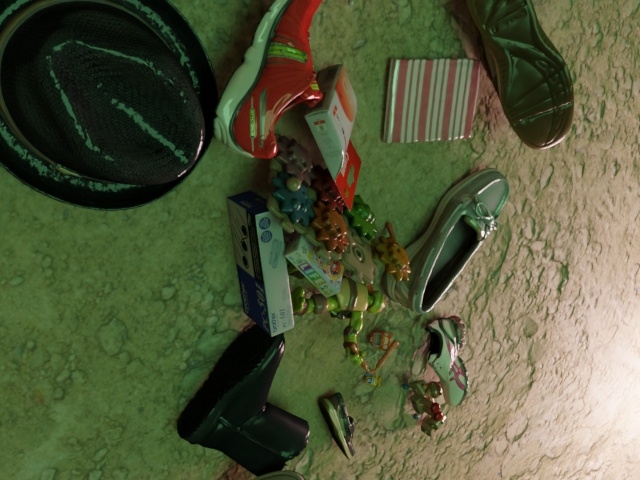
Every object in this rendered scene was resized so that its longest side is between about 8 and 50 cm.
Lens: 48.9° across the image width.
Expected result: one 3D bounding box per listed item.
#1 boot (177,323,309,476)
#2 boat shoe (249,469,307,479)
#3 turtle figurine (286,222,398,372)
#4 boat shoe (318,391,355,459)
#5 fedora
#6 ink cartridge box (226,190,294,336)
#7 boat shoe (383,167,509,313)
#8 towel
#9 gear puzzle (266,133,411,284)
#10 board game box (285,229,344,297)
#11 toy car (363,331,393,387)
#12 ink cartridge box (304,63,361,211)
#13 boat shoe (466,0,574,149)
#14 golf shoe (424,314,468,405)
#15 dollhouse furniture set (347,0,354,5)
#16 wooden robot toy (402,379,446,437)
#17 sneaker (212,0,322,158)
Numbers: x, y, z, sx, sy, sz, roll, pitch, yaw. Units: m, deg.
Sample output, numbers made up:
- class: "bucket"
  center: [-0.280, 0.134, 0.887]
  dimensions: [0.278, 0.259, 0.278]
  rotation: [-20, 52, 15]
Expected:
- class: "boot"
  center: [-0.091, 0.273, 1.182]
  dimensions: [0.207, 0.094, 0.246]
  rotation: [37, 93, -35]
- class: "boat shoe"
  center: [-0.130, 0.506, 1.216]
  dimensions: [0.335, 0.112, 0.095]
  rotation: [-44, 148, 14]
- class: "turtle figurine"
  center: [0.038, 0.080, 1.202]
  dimensions: [0.217, 0.087, 0.269]
  rotation: [18, 76, -34]
- class: "boat shoe"
  center: [0.044, 0.353, 1.334]
  dimensions: [0.049, 0.056, 0.152]
  rotation: [-29, 123, -16]
- class: "fedora"
  center: [-0.252, -0.172, 0.858]
  dimensions: [0.334, 0.152, 0.333]
  rotation: [-13, 115, -30]
- class: "ink cartridge box"
  center: [-0.092, 0.036, 1.086]
  dimensions: [0.046, 0.097, 0.207]
  rotation: [-19, 118, -27]
- class: "boat shoe"
  center: [0.252, 0.001, 1.303]
  dimensions: [0.320, 0.103, 0.118]
  rotation: [-46, 127, -10]
- class: "towel"
  center: [0.191, -0.243, 1.215]
  dimensions: [0.197, 0.029, 0.144]
  rotation: [-8, 113, -29]
- class: "gear puzzle"
  center: [0.048, -0.026, 1.110]
  dimensions: [0.044, 0.175, 0.339]
  rotation: [-29, 131, 30]
- class: "board game box"
  center: [0.000, 0.000, 1.107]
  dimensions: [0.103, 0.026, 0.154]
  rotation: [46, 36, -28]
- class: "toy car"
  center: [0.105, 0.225, 1.327]
  dimensions: [0.041, 0.060, 0.121]
  rotation: [10, 97, -4]
- class: "ink cartridge box"
  center: [0.039, -0.157, 1.077]
  dimensions: [0.179, 0.045, 0.145]
  rotation: [60, 28, -33]
- class: "boat shoe"
  center: [0.338, -0.320, 1.217]
  dimensions: [0.123, 0.123, 0.342]
  rotation: [-28, 116, 14]
- class: "golf shoe"
  center: [0.247, 0.247, 1.418]
  dimensions: [0.086, 0.067, 0.186]
  rotation: [-9, 96, -24]
- class: "dollhouse furniture set"
  center: [0.081, -0.383, 1.027]
  dimensions: [0.081, 0.114, 0.091]
  rotation: [-44, 129, -7]
- class: "wooden robot toy"
  center: [0.233, 0.329, 1.448]
  dimensions: [0.079, 0.076, 0.173]
  rotation: [-41, 127, -28]
- class: "sneaker"
  center: [-0.045, -0.236, 0.967]
  dimensions: [0.118, 0.107, 0.278]
  rotation: [26, 82, -5]
